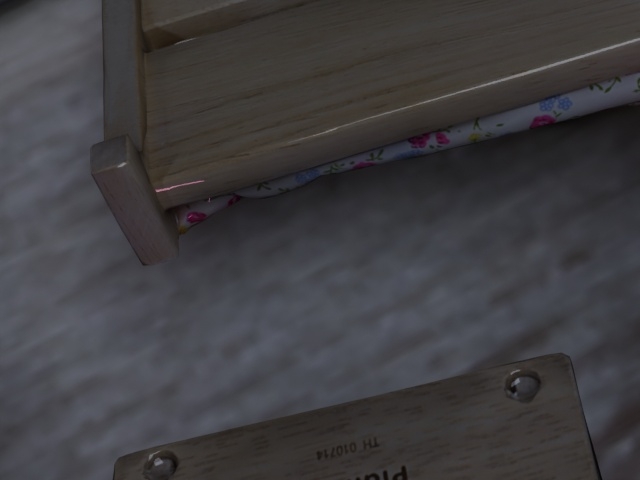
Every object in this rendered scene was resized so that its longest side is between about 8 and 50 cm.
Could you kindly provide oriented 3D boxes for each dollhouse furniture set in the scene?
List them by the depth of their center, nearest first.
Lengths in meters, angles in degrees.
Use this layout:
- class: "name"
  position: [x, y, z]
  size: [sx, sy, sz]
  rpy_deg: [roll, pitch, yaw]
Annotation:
- class: "dollhouse furniture set"
  position: [0.000, 0.000, 0.495]
  size: [0.303, 0.174, 0.355]
  rpy_deg: [-15, 45, 8]
